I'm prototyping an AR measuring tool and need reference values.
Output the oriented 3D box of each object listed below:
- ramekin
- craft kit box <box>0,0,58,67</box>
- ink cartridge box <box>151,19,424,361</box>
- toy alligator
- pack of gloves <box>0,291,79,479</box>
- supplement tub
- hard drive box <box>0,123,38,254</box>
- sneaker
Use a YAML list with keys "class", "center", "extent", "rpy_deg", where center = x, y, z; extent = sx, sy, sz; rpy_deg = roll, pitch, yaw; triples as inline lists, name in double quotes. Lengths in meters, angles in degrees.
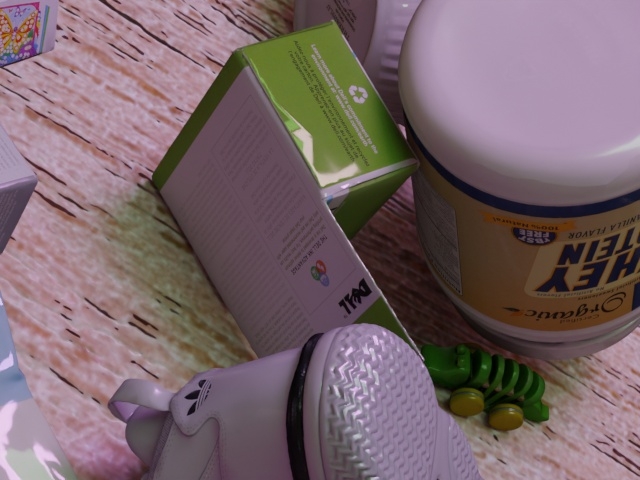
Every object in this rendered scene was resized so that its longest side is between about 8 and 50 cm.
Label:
- class: "ramekin"
  center: [0.058, -0.200, 1.288]
  extent: [0.109, 0.207, 0.207]
  rpy_deg: [1, 59, -26]
- class: "craft kit box"
  center: [-0.340, -0.161, 0.941]
  extent: [0.250, 0.061, 0.247]
  rpy_deg: [29, 37, 24]
- class: "ink cartridge box"
  center: [0.000, 0.000, 1.100]
  extent: [0.097, 0.189, 0.255]
  rpy_deg: [-22, 75, -35]
- class: "toy alligator"
  center: [0.121, 0.106, 1.216]
  extent: [0.190, 0.051, 0.056]
  rpy_deg: [23, 48, -22]
- class: "pack of gloves"
  center: [-0.263, 0.093, 0.950]
  extent: [0.195, 0.046, 0.232]
  rpy_deg: [-12, 68, -40]
- class: "supplement tub"
  center: [0.183, -0.059, 1.158]
  extent: [0.228, 0.316, 0.228]
  rpy_deg: [-4, 60, 6]
- class: "hard drive box"
  center: [-0.332, -0.052, 0.955]
  extent: [0.232, 0.089, 0.181]
  rpy_deg: [-20, 65, -44]
- class: "sneaker"
  center: [0.007, 0.204, 1.012]
  extent: [0.366, 0.210, 0.137]
  rpy_deg: [62, 34, -35]
